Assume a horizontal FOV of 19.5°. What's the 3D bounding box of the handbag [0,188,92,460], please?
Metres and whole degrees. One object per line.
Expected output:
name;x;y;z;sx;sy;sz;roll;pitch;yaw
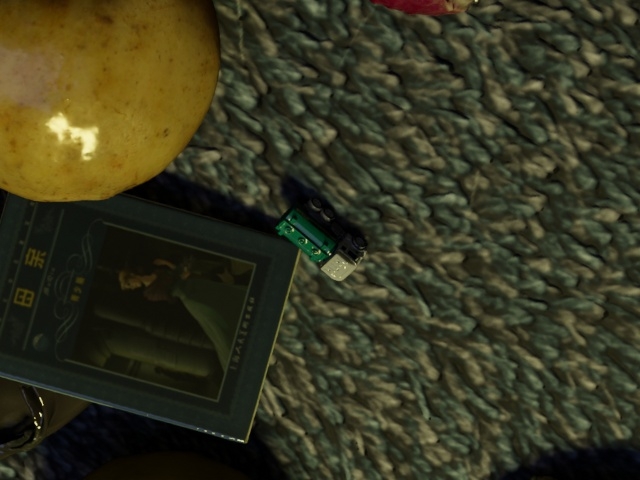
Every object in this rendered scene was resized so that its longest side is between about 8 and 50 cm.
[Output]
handbag;-0.325;0.074;1.777;0.285;0.113;0.257;-33;98;32

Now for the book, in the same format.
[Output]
book;-0.170;0.057;1.680;0.269;0.025;0.190;16;87;-3

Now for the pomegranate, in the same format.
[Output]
pomegranate;-0.210;-0.158;1.511;0.260;0.260;0.260;8;122;13

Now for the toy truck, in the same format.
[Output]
toy truck;0.000;0.000;1.667;0.083;0.044;0.039;40;126;-9

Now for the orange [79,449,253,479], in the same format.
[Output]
orange;-0.149;0.342;1.807;0.279;0.235;0.279;12;123;19

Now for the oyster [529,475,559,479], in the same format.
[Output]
oyster;0.245;0.314;1.761;0.260;0.092;0.198;-16;115;15

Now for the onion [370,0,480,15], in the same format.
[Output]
onion;0.051;-0.287;1.440;0.247;0.111;0.250;26;126;-1
